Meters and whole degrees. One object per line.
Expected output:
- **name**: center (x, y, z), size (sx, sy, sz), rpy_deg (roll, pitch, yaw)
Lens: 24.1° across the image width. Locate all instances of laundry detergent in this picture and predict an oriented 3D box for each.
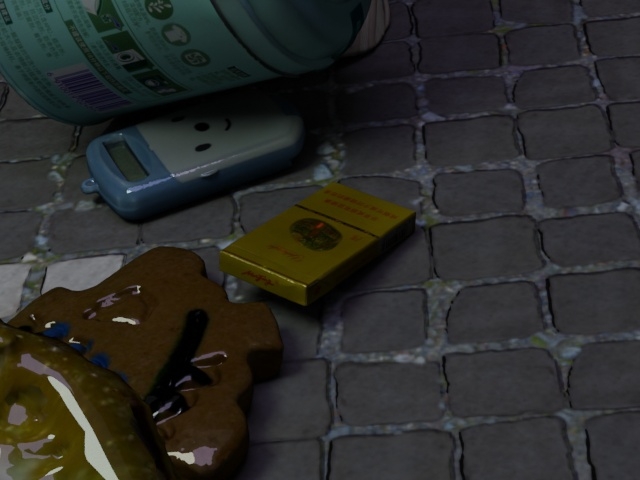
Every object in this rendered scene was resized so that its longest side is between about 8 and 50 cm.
- **laundry detergent**: center (-0.118, -0.268, 1.339), size (0.305, 0.287, 0.287), rpy_deg (-10, 31, 27)

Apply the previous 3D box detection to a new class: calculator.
- **calculator**: center (-0.115, -0.079, 1.348), size (0.210, 0.039, 0.121), rpy_deg (-20, 35, -15)

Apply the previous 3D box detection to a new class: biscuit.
- **biscuit**: center (-0.175, 0.103, 1.095), size (0.301, 0.043, 0.278), rpy_deg (-15, 35, -10)

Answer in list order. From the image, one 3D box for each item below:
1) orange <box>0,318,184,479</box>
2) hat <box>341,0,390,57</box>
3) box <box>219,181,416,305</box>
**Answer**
- **orange**: center (-0.198, 0.219, 0.787), size (0.270, 0.210, 0.369), rpy_deg (2, 34, 11)
- **hat**: center (-0.036, -0.290, 1.503), size (0.219, 0.164, 0.226), rpy_deg (-9, 50, -4)
- **box**: center (0.000, 0.000, 1.199), size (0.087, 0.023, 0.155), rpy_deg (25, 36, 28)
